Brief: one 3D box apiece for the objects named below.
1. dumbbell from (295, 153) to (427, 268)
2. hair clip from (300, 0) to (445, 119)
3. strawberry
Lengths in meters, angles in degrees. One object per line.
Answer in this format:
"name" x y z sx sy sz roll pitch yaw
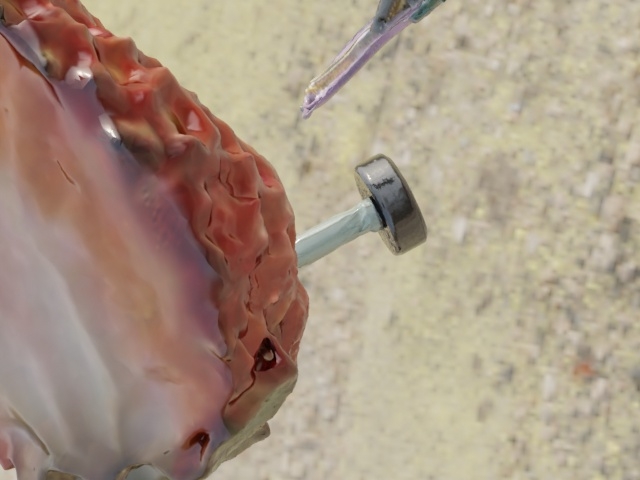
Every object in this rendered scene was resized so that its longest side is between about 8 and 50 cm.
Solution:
"dumbbell" 0.000 0.000 1.635 0.191 0.100 0.100 -28 44 -5
"hair clip" 0.068 -0.275 2.245 0.358 0.096 0.110 -47 48 53
"strawberry" -0.138 -0.028 0.860 0.265 0.149 0.336 -20 104 36
